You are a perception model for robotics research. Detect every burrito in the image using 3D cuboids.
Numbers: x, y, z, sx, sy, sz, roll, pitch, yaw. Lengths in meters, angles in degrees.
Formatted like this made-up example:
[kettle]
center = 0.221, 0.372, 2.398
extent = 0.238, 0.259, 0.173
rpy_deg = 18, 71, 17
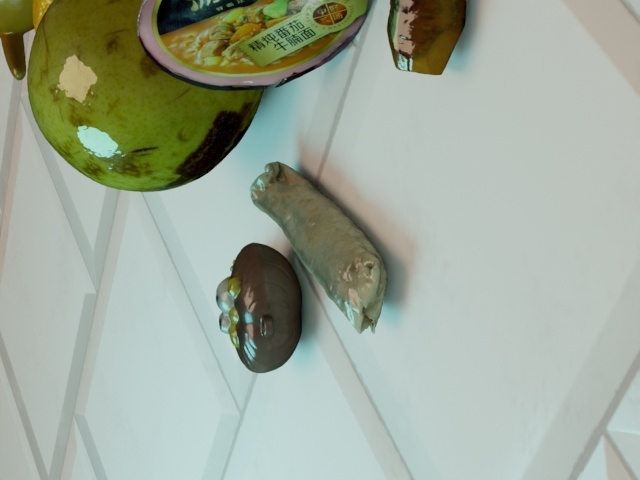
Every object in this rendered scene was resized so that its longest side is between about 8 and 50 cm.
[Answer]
[burrito]
center = 0.000, 0.000, 1.579
extent = 0.275, 0.059, 0.082
rpy_deg = 47, 129, 52

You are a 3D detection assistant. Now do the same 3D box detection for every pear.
[pear]
center = -0.189, -0.187, 1.705
extent = 0.283, 0.284, 0.283
rpy_deg = 22, 115, 61

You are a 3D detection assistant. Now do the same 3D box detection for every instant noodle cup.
[instant noodle cup]
center = -0.083, -0.318, 1.529
extent = 0.244, 0.244, 0.255
rpy_deg = 121, 145, -51

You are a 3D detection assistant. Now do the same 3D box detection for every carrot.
[carrot]
center = 0.096, -0.274, 1.314
extent = 0.070, 0.070, 0.260
rpy_deg = 28, 119, 60

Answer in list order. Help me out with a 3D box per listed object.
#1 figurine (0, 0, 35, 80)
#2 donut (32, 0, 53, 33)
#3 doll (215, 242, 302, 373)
[figurine]
center = -0.504, -0.452, 2.206
extent = 0.401, 0.268, 0.387
rpy_deg = -77, -32, -42
[donut]
center = -0.274, -0.297, 1.974
extent = 0.253, 0.118, 0.253
rpy_deg = 17, 114, 42
[doll]
center = -0.076, 0.080, 1.718
extent = 0.188, 0.096, 0.145
rpy_deg = 147, 122, -73
